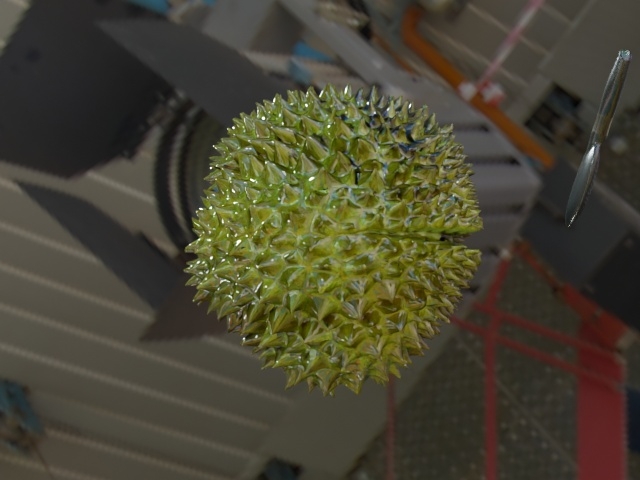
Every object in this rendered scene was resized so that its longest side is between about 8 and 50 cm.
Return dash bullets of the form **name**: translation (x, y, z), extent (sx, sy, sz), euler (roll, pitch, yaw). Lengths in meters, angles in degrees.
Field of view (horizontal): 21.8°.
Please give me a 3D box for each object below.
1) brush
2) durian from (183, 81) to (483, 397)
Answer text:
- **brush**: translation (0.122, -0.044, 0.727), extent (0.008, 0.024, 0.083), euler (15, -72, 1)
- **durian**: translation (0.003, -0.012, 0.888), extent (0.146, 0.198, 0.159), euler (19, -71, -27)
